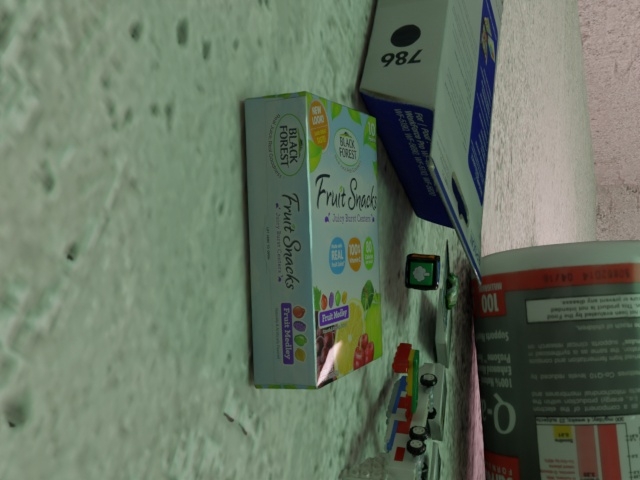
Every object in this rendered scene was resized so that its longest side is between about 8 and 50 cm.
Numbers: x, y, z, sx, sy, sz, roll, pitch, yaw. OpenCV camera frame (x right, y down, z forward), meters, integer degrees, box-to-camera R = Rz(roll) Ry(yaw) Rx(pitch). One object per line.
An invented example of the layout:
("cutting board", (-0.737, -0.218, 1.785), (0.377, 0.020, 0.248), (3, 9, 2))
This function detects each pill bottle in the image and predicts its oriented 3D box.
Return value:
("pill bottle", (0.271, 0.190, 0.777), (0.210, 0.210, 0.362), (16, 70, -66))

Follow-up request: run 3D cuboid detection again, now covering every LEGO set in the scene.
("LEGO set", (0.069, 0.102, 0.571), (0.244, 0.060, 0.182), (68, 29, -63))

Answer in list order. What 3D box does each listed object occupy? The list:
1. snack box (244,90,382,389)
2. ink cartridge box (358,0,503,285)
("snack box", (0.000, 0.000, 0.401), (0.100, 0.037, 0.141), (-3, 91, -68))
("ink cartridge box", (0.096, -0.144, 0.604), (0.165, 0.065, 0.332), (57, 37, -51))
